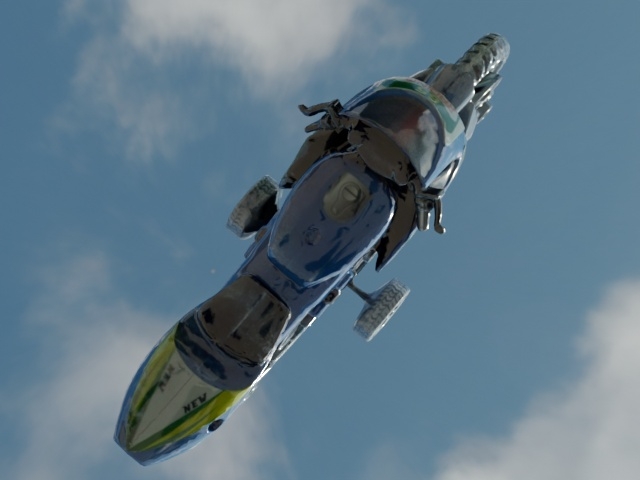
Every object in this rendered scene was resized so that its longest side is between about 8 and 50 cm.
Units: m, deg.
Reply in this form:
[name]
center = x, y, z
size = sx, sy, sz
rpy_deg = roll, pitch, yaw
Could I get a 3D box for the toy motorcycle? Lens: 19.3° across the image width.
[toy motorcycle]
center = 0.000, 0.000, 0.866
size = 0.092, 0.135, 0.254
rpy_deg = 41, -85, 5
